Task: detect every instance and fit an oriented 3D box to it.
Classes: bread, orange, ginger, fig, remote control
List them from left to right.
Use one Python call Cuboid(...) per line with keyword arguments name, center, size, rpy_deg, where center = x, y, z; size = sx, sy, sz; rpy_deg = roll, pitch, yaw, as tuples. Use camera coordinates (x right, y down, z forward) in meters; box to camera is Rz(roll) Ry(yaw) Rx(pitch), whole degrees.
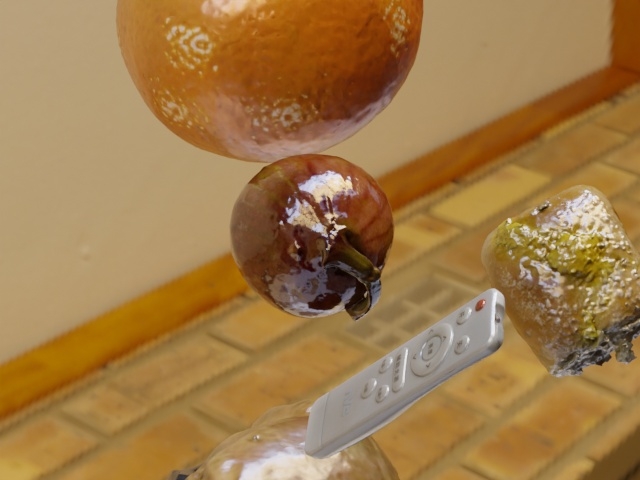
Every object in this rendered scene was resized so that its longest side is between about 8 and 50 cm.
Cuboid(name="orange", center=(-0.070, -0.312, 1.946), size=(0.424, 0.424, 0.326), rpy_deg=(-54, -29, -21))
Cuboid(name="ginger", center=(-0.021, 0.265, 1.403), size=(0.223, 0.200, 0.269), rpy_deg=(-28, -1, -10))
Cuboid(name="fig", center=(-0.001, -0.001, 1.707), size=(0.205, 0.205, 0.205), rpy_deg=(-34, -45, -42))
Cuboid(name="remote control", center=(0.056, 0.092, 0.980), size=(0.027, 0.184, 0.050), rpy_deg=(32, -137, -24))
Cuboid(name="bread", center=(0.342, 0.060, 1.998), size=(0.195, 0.246, 0.176), rpy_deg=(-33, -14, 10))
